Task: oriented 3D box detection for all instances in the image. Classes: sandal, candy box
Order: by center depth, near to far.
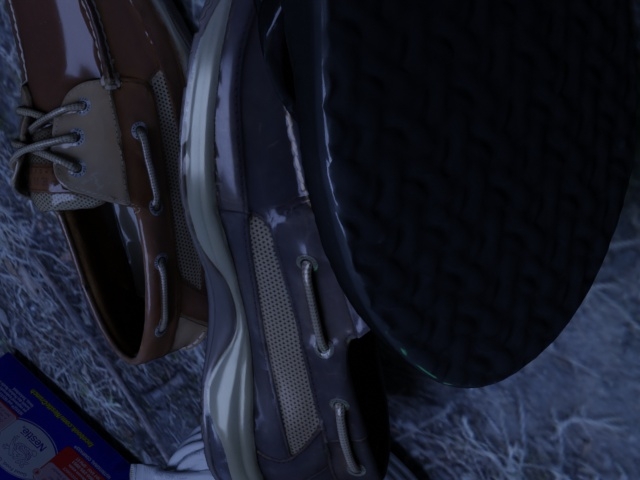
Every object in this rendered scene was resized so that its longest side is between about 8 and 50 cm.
[{"bbox_3d":[0.029,-0.154,0.418,0.107,0.167,0.446,17,125,65],"label":"sandal"},{"bbox_3d":[-0.300,0.321,1.043,0.268,0.122,0.317,37,138,16],"label":"candy box"}]

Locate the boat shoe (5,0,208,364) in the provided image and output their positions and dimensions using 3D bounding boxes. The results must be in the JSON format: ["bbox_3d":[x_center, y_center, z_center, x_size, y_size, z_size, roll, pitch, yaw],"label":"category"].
[{"bbox_3d":[-0.142,-0.062,0.634,0.123,0.116,0.325,-3,116,42],"label":"boat shoe"}]

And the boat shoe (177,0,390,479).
[{"bbox_3d":[0.000,0.000,0.570,0.130,0.132,0.356,5,120,9],"label":"boat shoe"}]

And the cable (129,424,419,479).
[{"bbox_3d":[-0.009,0.241,0.754,0.257,0.089,0.257,-29,98,48],"label":"cable"}]
